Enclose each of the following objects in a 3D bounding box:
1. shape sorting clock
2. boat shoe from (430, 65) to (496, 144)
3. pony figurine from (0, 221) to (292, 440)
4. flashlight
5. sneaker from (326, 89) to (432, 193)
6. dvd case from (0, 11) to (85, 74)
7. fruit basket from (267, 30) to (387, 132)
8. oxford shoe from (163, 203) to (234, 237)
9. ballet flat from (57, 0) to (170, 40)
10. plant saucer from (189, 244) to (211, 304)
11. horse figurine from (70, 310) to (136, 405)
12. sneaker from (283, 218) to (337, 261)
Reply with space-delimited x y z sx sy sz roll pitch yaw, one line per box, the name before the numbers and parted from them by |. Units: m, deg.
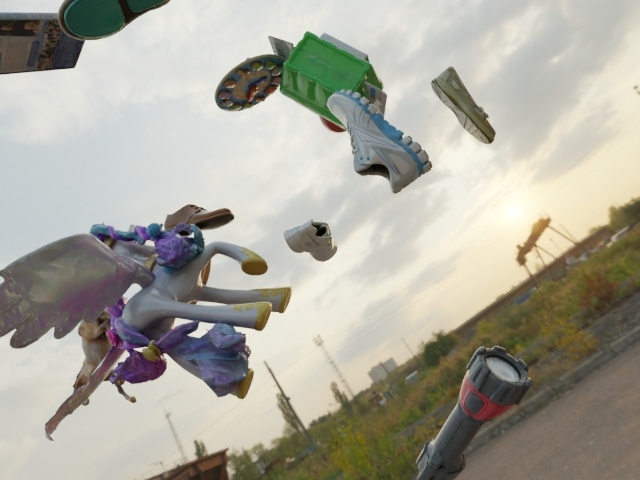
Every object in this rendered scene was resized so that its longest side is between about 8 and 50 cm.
shape sorting clock | -0.177 -0.398 1.115 0.206 0.040 0.206 -33 -4 -3
boat shoe | 0.260 -0.237 0.762 0.048 0.153 0.056 -40 -7 3
pony figurine | -0.259 0.106 0.660 0.351 0.363 0.303 -66 -11 -52
flashlight | 0.275 0.337 0.808 0.103 0.103 0.304 -74 0 -61
sneaker | 0.066 -0.143 0.634 0.083 0.190 0.071 -44 -19 -3
dvd case | -0.652 -0.435 0.962 0.180 0.022 0.253 -29 2 44
fruit basket | 0.039 -0.386 1.161 0.165 0.327 0.353 -58 -12 1
oxford shoe | -0.309 -0.060 1.081 0.212 0.076 0.076 -10 -14 22
ballet flat | -0.378 -0.434 0.792 0.248 0.086 0.086 -46 -12 -36
plant saucer | -0.359 0.097 1.148 0.037 0.200 0.200 27 -61 -38
horse figurine | -0.445 0.219 0.885 0.174 0.264 0.066 5 8 34
sneaker | 0.000 0.000 0.768 0.061 0.054 0.152 -31 -22 21
